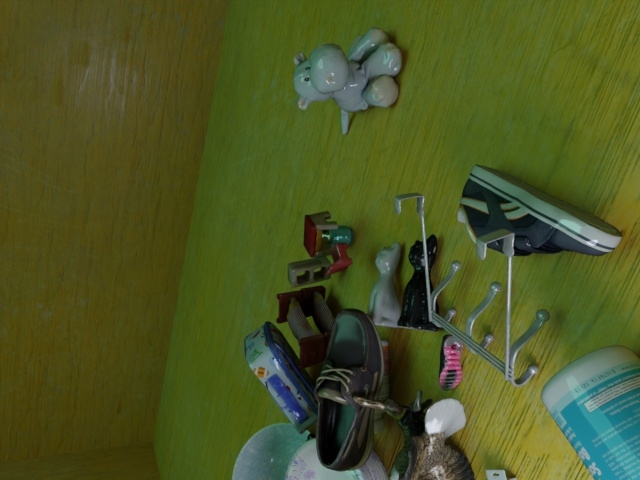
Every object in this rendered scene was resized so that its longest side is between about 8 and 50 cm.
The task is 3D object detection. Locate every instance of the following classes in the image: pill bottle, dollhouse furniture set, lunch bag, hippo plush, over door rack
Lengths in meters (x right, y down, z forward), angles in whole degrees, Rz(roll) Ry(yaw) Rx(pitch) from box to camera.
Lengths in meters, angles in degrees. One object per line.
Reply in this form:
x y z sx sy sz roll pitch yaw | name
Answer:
0.422 0.280 0.629 0.146 0.146 0.264 -62 37 35 | pill bottle
-0.020 0.136 1.323 0.201 0.152 0.374 -126 31 -49 | dollhouse furniture set
-0.099 0.396 1.406 0.303 0.115 0.243 56 176 -17 | lunch bag
0.108 0.350 1.196 0.121 0.121 0.216 -13 75 59 | pill bottle
0.046 -0.452 1.291 0.294 0.236 0.234 -12 77 59 | hippo plush
0.272 0.072 0.867 0.239 0.108 0.324 37 153 57 | over door rack

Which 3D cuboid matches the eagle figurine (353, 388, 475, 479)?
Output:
0.189 0.468 0.961 0.225 0.226 0.298 73 -168 -47 | eagle figurine

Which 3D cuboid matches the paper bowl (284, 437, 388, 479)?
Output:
0.055 0.623 1.190 0.284 0.148 0.284 -14 70 42 | paper bowl

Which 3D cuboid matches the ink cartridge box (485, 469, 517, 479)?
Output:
0.334 0.456 0.880 0.048 0.028 0.083 -38 54 52 | ink cartridge box

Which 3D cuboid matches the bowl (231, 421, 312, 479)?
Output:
-0.098 0.707 1.448 0.289 0.289 0.156 64 -178 41 | bowl

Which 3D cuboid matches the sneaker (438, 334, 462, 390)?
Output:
0.267 0.252 1.022 0.057 0.047 0.119 -143 60 -81 | sneaker

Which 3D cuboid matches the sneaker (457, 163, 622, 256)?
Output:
0.348 -0.024 0.826 0.321 0.126 0.128 -123 50 -62 | sneaker

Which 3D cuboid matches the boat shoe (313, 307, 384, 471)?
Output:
0.059 0.327 1.076 0.132 0.130 0.356 -4 78 29 | boat shoe

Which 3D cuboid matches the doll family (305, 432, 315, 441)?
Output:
0.017 0.561 1.353 0.193 0.076 0.111 -34 48 1 | doll family

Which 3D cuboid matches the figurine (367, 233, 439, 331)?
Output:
0.190 0.098 1.137 0.215 0.092 0.210 -12 68 60 | figurine

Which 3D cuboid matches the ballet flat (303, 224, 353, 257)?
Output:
0.000 0.000 1.465 0.247 0.087 0.083 -20 69 58 | ballet flat
